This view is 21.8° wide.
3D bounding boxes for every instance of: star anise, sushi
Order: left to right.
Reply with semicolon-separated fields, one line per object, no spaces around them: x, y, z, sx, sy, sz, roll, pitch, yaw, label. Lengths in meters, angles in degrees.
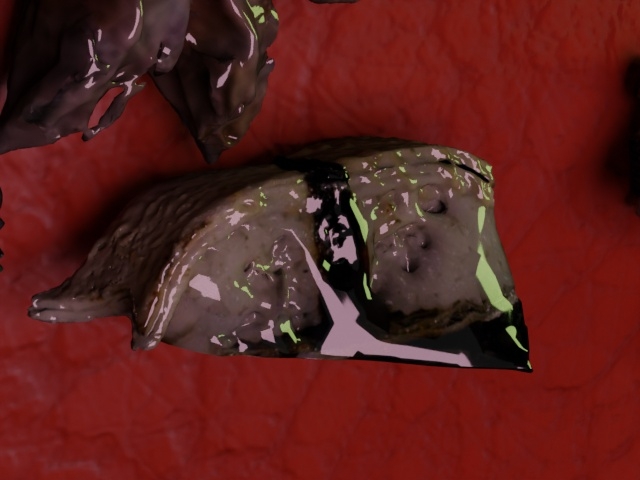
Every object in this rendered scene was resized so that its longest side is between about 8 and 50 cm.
-0.073;-0.181;0.770;0.332;0.117;0.331;-14;114;-33;star anise
-0.016;-0.005;0.873;0.273;0.134;0.109;4;103;-23;sushi

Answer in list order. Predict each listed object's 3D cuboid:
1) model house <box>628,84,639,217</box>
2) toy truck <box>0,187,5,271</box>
0.225;-0.049;1.005;0.088;0.101;0.100;18;100;-35;model house
-0.211;-0.036;0.774;0.079;0.065;0.147;-42;124;-9;toy truck
